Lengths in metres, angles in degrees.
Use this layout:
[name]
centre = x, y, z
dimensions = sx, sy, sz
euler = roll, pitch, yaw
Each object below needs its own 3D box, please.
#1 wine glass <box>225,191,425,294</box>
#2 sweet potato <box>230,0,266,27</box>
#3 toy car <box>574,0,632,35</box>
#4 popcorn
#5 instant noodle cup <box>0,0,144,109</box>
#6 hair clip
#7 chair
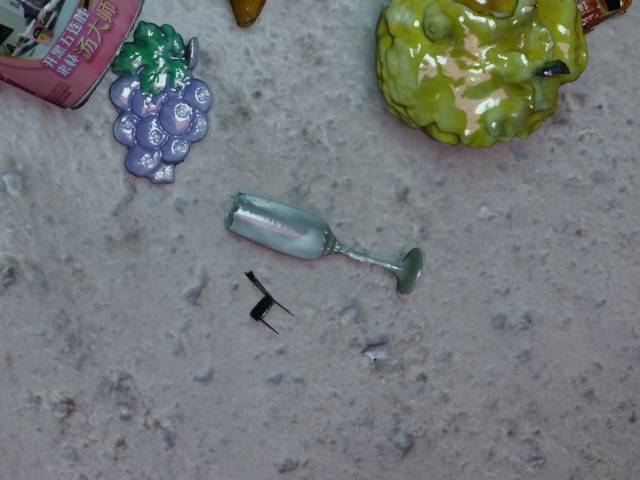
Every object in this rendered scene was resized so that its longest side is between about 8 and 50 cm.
[wine glass]
centre = 0.000, 0.000, 1.234
dimensions = 0.262, 0.074, 0.074
euler = 19, 100, -14
[sweet potato]
centre = -0.113, -0.423, 1.076
dimensions = 0.112, 0.112, 0.359
euler = -24, 105, -5
[toy car]
centre = 0.350, -0.300, 1.244
dimensions = 0.122, 0.035, 0.059
euler = -28, 105, -2
[popcorn]
centre = 0.186, -0.219, 1.134
dimensions = 0.249, 0.225, 0.249
euler = -4, 115, -9
[instant noodle cup]
centre = -0.333, -0.268, 1.020
dimensions = 0.255, 0.244, 0.244
euler = 32, 96, -27
[hair clip]
centre = -0.190, -0.166, 1.165
dimensions = 0.124, 0.052, 0.196
euler = -4, 99, -5
[chair]
centre = -0.077, 0.082, 1.255
dimensions = 0.042, 0.037, 0.086
euler = -46, 113, -9
